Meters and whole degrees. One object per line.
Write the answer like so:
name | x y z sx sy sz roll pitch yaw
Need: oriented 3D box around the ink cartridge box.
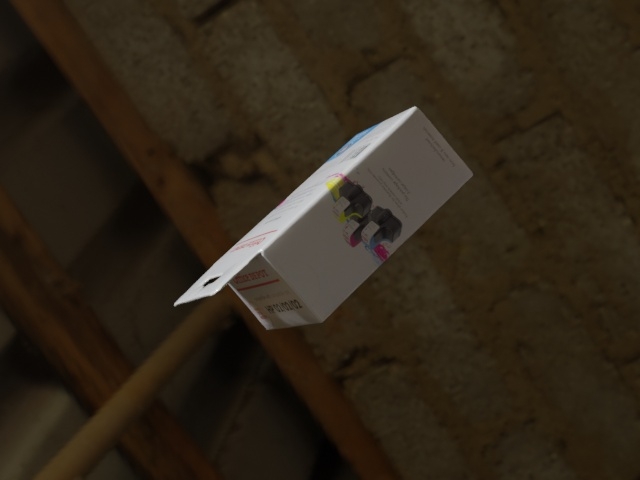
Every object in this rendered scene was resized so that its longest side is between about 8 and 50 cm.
ink cartridge box | 0.000 0.000 0.872 0.061 0.181 0.104 50 160 -8
